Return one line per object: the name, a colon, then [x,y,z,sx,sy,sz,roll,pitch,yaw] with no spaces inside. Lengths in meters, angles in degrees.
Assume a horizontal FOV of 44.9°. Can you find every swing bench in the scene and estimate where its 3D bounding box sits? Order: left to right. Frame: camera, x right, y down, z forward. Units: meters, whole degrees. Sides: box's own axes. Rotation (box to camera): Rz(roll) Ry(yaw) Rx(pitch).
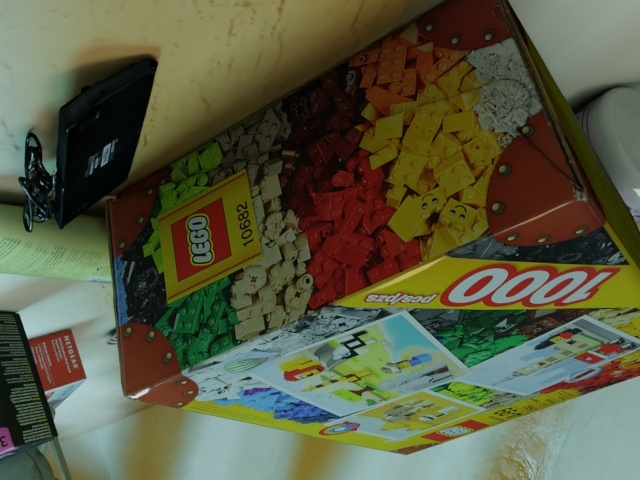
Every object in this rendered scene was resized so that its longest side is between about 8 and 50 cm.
swing bench: [-0.549,0.396,1.226,0.253,0.165,0.254,-14,168,-36]

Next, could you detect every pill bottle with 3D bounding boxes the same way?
pill bottle: [0.335,-0.070,1.082,0.169,0.169,0.301,-13,167,-38]

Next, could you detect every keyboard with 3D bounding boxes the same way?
keyboard: [-0.169,-0.064,0.533,0.100,0.038,0.192,-42,179,-27]

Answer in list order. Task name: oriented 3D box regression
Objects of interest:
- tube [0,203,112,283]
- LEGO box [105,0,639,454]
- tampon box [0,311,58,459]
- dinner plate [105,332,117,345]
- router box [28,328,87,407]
tube: [-0.236,0.000,0.634,0.240,0.062,0.070,9,106,-62]
LEGO box: [0.110,0.044,0.755,0.372,0.193,0.500,-26,150,23]
tampon box: [-0.398,0.176,0.886,0.120,0.161,0.101,-23,169,6]
dinner plate: [-0.301,0.149,1.331,0.141,0.017,0.141,-21,170,-4]
router box: [-0.550,0.255,1.194,0.301,0.082,0.335,-15,167,-34]
